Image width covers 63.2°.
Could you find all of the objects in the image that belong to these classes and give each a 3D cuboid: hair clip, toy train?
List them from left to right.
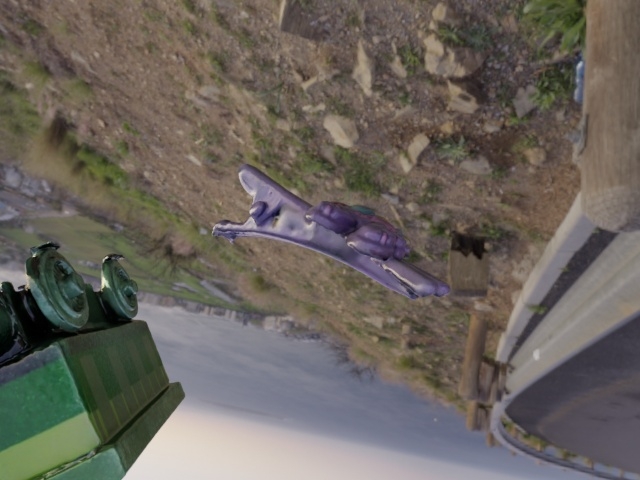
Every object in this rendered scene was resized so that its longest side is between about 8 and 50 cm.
[{"bbox_3d":[-0.227,0.114,0.476,0.120,0.202,0.301,-22,178,-7],"label":"toy train"},{"bbox_3d":[0.002,-0.014,0.547,0.279,0.090,0.137,16,177,28],"label":"hair clip"}]
